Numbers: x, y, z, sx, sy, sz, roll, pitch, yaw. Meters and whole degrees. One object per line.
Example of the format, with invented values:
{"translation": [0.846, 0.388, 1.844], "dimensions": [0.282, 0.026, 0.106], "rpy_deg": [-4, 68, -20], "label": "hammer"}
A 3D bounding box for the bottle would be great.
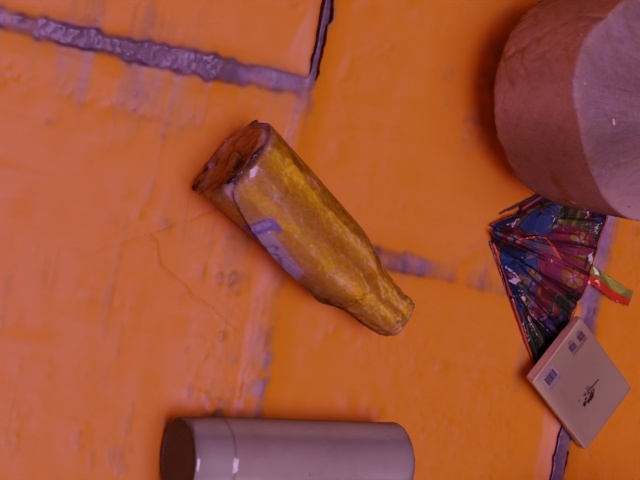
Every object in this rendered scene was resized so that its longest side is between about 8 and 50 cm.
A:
{"translation": [-0.025, 0.181, 1.275], "dimensions": [0.202, 0.072, 0.072], "rpy_deg": [5, 92, -29], "label": "bottle"}

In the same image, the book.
{"translation": [0.239, 0.132, 1.442], "dimensions": [0.077, 0.014, 0.111], "rpy_deg": [-50, 125, -15], "label": "book"}

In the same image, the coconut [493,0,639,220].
{"translation": [0.264, -0.118, 1.320], "dimensions": [0.202, 0.222, 0.202], "rpy_deg": [-4, 97, -34], "label": "coconut"}

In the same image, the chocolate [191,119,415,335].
{"translation": [0.000, 0.000, 1.270], "dimensions": [0.219, 0.086, 0.085], "rpy_deg": [43, 75, -27], "label": "chocolate"}

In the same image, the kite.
{"translation": [0.228, 0.011, 1.432], "dimensions": [0.183, 0.014, 0.241], "rpy_deg": [29, 80, -29], "label": "kite"}
